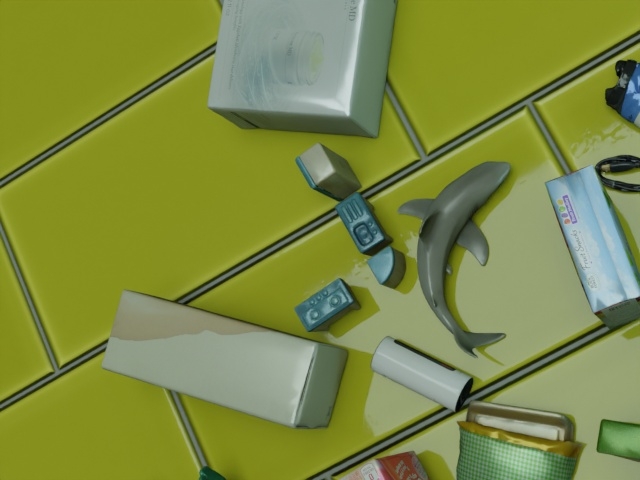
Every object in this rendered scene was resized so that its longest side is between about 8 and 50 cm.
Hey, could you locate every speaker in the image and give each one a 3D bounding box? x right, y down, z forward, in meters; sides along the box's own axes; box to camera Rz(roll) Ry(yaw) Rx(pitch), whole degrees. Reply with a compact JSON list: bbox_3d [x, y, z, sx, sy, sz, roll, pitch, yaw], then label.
[{"bbox_3d":[0.140,0.185,1.653,0.136,0.055,0.055,25,91,22],"label":"speaker"}]

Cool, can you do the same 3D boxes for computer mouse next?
[{"bbox_3d":[0.482,-0.112,1.584,0.242,0.041,0.071,-14,78,18],"label":"computer mouse"}]

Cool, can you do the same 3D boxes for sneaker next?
[{"bbox_3d":[0.442,-0.233,1.608,0.085,0.058,0.152,36,101,13],"label":"sneaker"}]

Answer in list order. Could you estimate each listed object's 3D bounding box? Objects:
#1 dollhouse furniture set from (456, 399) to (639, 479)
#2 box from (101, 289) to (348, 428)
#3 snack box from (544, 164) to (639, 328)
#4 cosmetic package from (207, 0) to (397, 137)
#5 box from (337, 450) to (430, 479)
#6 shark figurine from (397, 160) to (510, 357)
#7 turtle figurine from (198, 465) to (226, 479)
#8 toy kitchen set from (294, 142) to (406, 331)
[{"bbox_3d":[0.299,0.317,1.522,0.302,0.151,0.197,6,83,21],"label":"dollhouse furniture set"},{"bbox_3d":[-0.135,0.170,1.709,0.311,0.148,0.121,14,86,20],"label":"box"},{"bbox_3d":[0.356,0.014,1.520,0.070,0.207,0.174,-21,74,16],"label":"snack box"},{"bbox_3d":[-0.024,-0.278,1.744,0.225,0.138,0.224,6,84,19],"label":"cosmetic package"},{"bbox_3d":[0.017,0.421,1.597,0.300,0.142,0.154,-34,72,19],"label":"box"},{"bbox_3d":[0.165,0.021,1.642,0.166,0.116,0.278,1,80,22],"label":"shark figurine"},{"bbox_3d":[-0.220,0.429,1.712,0.234,0.118,0.175,-38,67,25],"label":"turtle figurine"},{"bbox_3d":[0.000,0.000,1.698,0.166,0.122,0.207,-34,72,12],"label":"toy kitchen set"}]
